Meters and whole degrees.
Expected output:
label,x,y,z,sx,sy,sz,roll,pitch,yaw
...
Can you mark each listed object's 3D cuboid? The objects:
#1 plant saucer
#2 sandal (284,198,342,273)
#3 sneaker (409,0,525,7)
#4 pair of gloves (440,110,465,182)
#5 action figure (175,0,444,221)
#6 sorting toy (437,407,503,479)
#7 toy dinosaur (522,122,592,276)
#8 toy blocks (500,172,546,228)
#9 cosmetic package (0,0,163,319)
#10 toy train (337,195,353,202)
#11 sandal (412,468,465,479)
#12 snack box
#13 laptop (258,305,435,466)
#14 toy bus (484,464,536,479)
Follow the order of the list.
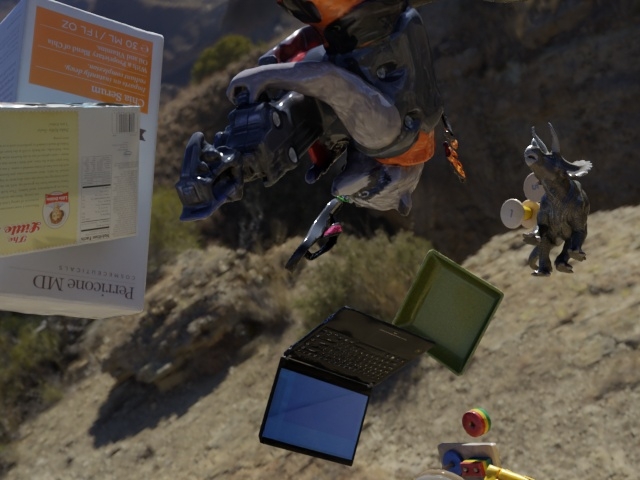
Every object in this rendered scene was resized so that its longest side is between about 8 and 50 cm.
label,x,y,z,sx,sy,sz,roll,pitch,yaw
plant saucer,0.257,0.142,1.706,0.045,0.188,0.188,9,-70,-53
sandal,0.000,0.000,1.130,0.067,0.040,0.179,-58,-1,30
sneaker,0.152,-0.256,0.785,0.234,0.106,0.078,-25,-26,9
pair of gloves,0.151,-0.110,0.987,0.010,0.074,0.083,-18,58,17
action figure,0.016,-0.150,0.682,0.178,0.330,0.341,2,38,25
sorting toy,0.260,0.431,1.490,0.046,0.274,0.132,-13,-2,-39
toy dinosaur,0.392,-0.033,1.392,0.121,0.313,0.160,13,67,26
toy blocks,0.411,-0.070,1.544,0.148,0.054,0.123,-1,-39,-38
cosmetic package,-0.390,-0.117,1.324,0.230,0.453,0.161,10,-15,-36
toy train,0.043,-0.083,1.632,0.017,0.024,0.083,-56,18,2
sandal,0.107,0.302,0.710,0.090,0.219,0.060,-4,7,26
snack box,-0.368,-0.080,1.092,0.060,0.187,0.322,12,14,34
laptop,0.050,0.267,1.535,0.264,0.234,0.136,-40,44,30
toy bus,0.280,0.452,1.285,0.149,0.211,0.220,14,69,34
